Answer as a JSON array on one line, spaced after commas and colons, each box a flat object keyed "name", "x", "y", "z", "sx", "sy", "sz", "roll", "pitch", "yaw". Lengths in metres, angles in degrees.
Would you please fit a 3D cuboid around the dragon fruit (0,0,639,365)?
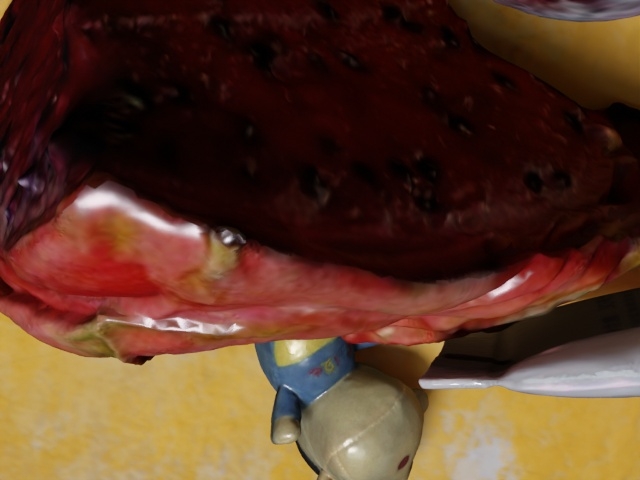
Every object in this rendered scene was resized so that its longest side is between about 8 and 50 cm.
[{"name": "dragon fruit", "x": -0.005, "y": 0.007, "z": 0.807, "sx": 0.329, "sy": 0.286, "sz": 0.228, "roll": 22, "pitch": 126, "yaw": -22}]

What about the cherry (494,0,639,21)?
[{"name": "cherry", "x": 0.115, "y": -0.171, "z": 0.674, "sx": 0.195, "sy": 0.195, "sz": 0.195, "roll": 4, "pitch": 130, "yaw": 5}]

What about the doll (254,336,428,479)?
[{"name": "doll", "x": 0.012, "y": 0.085, "z": 0.977, "sx": 0.089, "sy": 0.102, "sz": 0.179, "roll": 28, "pitch": 152, "yaw": 45}]

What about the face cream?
[{"name": "face cream", "x": 0.260, "y": 0.025, "z": 0.815, "sx": 0.420, "sy": 0.235, "sz": 0.137, "roll": -7, "pitch": 94, "yaw": 8}]
